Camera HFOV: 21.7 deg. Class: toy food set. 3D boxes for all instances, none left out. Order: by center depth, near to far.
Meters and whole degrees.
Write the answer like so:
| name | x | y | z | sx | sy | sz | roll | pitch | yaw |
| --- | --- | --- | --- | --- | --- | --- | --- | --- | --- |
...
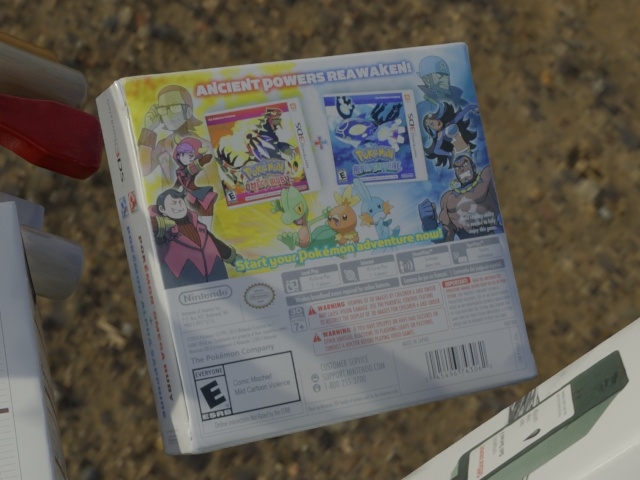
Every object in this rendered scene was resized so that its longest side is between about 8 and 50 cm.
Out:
| name | x | y | z | sx | sy | sz | roll | pitch | yaw |
| --- | --- | --- | --- | --- | --- | --- | --- | --- | --- |
| toy food set | -0.212 | -0.045 | 1.057 | 0.104 | 0.111 | 0.232 | 20 | 61 | -34 |

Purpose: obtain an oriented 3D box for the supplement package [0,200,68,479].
| name | x | y | z | sx | sy | sz | roll | pitch | yaw |
| --- | --- | --- | --- | --- | --- | --- | --- | --- | --- |
| supplement package | -0.190 | 0.124 | 0.799 | 0.139 | 0.134 | 0.244 | -8 | 65 | -8 |

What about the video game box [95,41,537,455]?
| name | x | y | z | sx | sy | sz | roll | pitch | yaw |
| --- | --- | --- | --- | --- | --- | --- | --- | --- | --- |
| video game box | 0.000 | 0.000 | 0.859 | 0.205 | 0.048 | 0.187 | -9 | 87 | -27 |

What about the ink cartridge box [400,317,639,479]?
| name | x | y | z | sx | sy | sz | roll | pitch | yaw |
| --- | --- | --- | --- | --- | --- | --- | --- | --- | --- |
| ink cartridge box | 0.170 | 0.158 | 0.753 | 0.211 | 0.289 | 0.121 | 46 | 26 | -10 |
